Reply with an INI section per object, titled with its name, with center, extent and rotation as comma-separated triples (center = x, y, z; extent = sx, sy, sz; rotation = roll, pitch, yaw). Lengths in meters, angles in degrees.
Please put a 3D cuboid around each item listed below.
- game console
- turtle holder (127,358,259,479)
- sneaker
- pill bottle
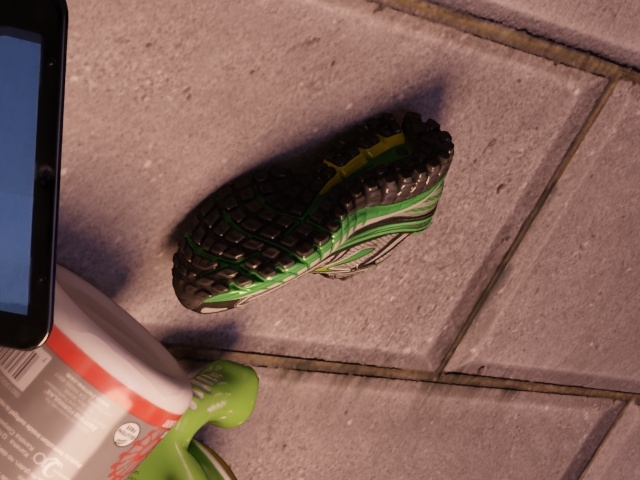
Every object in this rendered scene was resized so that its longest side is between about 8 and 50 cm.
[game console]
center = -0.345, -0.060, 1.441
extent = 0.250, 0.173, 0.293
rotation = -6, 106, -40
[turtle holder]
center = -0.187, 0.289, 2.039
extent = 0.227, 0.243, 0.320
rotation = 14, 73, -64
[sneaker]
center = 0.000, 0.000, 2.001
extent = 0.343, 0.134, 0.146
rotation = -25, 138, -26
[pill bottle]
center = -0.310, 0.215, 1.838
extent = 0.363, 0.210, 0.210
rotation = -49, 142, 4
